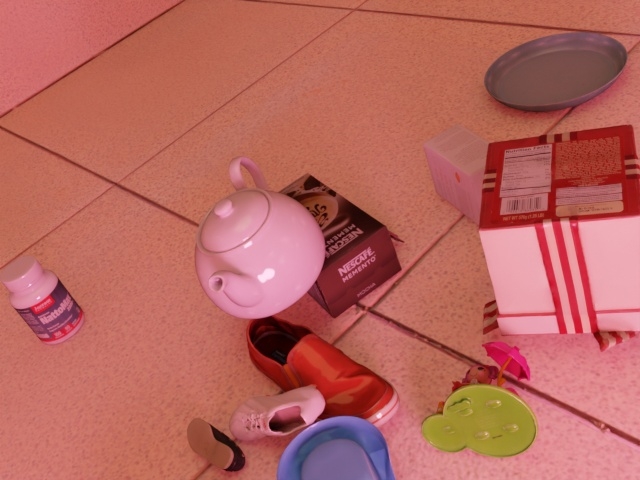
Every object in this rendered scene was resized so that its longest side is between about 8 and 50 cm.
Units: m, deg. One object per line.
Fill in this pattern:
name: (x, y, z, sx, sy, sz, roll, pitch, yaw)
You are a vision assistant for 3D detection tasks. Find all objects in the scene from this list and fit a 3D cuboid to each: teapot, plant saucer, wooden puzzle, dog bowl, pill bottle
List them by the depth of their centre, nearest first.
dog bowl: (0.044, 0.375, 0.989, 0.166, 0.074, 0.297, -24, 37, -1)
teapot: (-0.125, -0.005, 1.273, 0.252, 0.187, 0.256, -46, 39, -15)
wooden puzzle: (0.126, -0.016, 1.428, 0.049, 0.083, 0.006, 18, 83, 48)
pill bottle: (-0.591, 0.124, 1.546, 0.108, 0.180, 0.108, -15, 38, 12)
plant saucer: (0.542, -0.386, 1.694, 0.317, 0.044, 0.318, -15, 38, 12)

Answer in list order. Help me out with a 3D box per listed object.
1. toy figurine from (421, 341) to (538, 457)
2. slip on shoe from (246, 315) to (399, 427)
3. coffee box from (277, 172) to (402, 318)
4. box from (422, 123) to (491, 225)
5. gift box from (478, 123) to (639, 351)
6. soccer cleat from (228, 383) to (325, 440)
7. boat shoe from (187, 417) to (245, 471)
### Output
toy figurine: (0.243, 0.220, 1.073, 0.173, 0.130, 0.159, -29, 14, 35)
slip on shoe: (-0.012, 0.211, 1.200, 0.123, 0.101, 0.331, -41, 41, -25)
coffee box: (0.000, 0.000, 1.437, 0.168, 0.119, 0.297, -35, 38, -14)
box: (0.293, -0.130, 1.435, 0.091, 0.130, 0.170, -29, 38, -10)
gift box: (0.365, 0.013, 1.112, 0.255, 0.258, 0.276, -2, 42, 26)
soccer cleat: (-0.079, 0.276, 1.138, 0.196, 0.068, 0.076, -27, 9, 32)
boat shoe: (-0.172, 0.333, 1.185, 0.133, 0.042, 0.049, 24, 82, 46)
